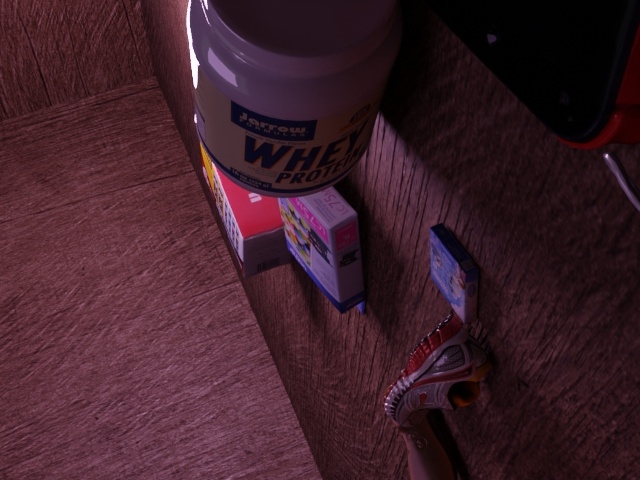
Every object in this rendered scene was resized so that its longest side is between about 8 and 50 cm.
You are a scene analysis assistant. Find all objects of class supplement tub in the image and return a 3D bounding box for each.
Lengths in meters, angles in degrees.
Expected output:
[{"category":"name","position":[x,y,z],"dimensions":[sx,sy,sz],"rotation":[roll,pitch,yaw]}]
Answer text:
[{"category":"supplement tub","position":[-0.034,-0.211,1.021],"dimensions":[0.325,0.235,0.235],"rotation":[105,144,-69]}]

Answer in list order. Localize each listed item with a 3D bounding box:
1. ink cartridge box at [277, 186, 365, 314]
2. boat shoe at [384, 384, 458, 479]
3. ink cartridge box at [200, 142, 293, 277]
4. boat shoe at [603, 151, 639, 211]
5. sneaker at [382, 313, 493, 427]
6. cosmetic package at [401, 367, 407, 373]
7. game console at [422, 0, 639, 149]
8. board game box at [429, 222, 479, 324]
[{"category":"ink cartridge box","position":[0.000,0.000,1.512],"dimensions":[0.186,0.065,0.311],"rotation":[50,165,32]},{"category":"boat shoe","position":[0.167,0.313,1.359],"dimensions":[0.073,0.073,0.207],"rotation":[5,-116,-62]},{"category":"ink cartridge box","position":[-0.171,-0.118,2.020],"dimensions":[0.272,0.130,0.309],"rotation":[98,151,-63]},{"category":"boat shoe","position":[0.222,-0.030,0.478],"dimensions":[0.306,0.105,0.113],"rotation":[86,161,-50]},{"category":"sneaker","position":[0.148,0.191,1.126],"dimensions":[0.093,0.088,0.225],"rotation":[43,148,17]},{"category":"cosmetic package","position":[0.157,0.203,1.273],"dimensions":[0.115,0.041,0.060],"rotation":[121,128,-75]},{"category":"game console","position":[0.139,-0.283,0.614],"dimensions":[0.342,0.060,0.386],"rotation":[90,157,-44]},{"category":"board game box","position":[0.161,0.040,1.060],"dimensions":[0.090,0.020,0.090],"rotation":[-121,16,-44]}]
